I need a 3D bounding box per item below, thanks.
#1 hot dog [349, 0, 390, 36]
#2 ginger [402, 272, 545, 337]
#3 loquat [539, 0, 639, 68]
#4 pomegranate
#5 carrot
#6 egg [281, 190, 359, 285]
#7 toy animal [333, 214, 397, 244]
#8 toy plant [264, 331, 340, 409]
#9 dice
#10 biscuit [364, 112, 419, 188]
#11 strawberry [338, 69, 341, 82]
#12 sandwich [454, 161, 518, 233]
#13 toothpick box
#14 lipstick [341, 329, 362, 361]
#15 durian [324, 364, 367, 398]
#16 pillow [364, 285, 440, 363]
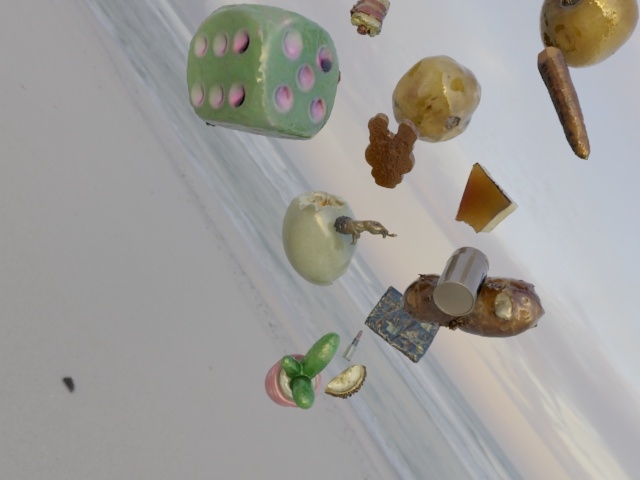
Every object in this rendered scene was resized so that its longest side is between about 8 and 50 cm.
[{"bbox_3d":[0.192,-0.893,2.100,0.146,0.213,0.103,30,-31,-7],"label":"hot dog"},{"bbox_3d":[0.411,0.182,1.514,0.254,0.176,0.418,1,3,-41],"label":"ginger"},{"bbox_3d":[0.797,-0.652,1.575,0.274,0.275,0.275,54,3,-4],"label":"loquat"},{"bbox_3d":[0.432,-0.534,1.994,0.332,0.333,0.332,54,3,-4],"label":"pomegranate"},{"bbox_3d":[0.597,-0.334,1.293,0.066,0.066,0.314,47,33,-68],"label":"carrot"},{"bbox_3d":[0.000,0.000,1.899,0.278,0.279,0.336,-120,-152,-64],"label":"egg"},{"bbox_3d":[0.134,-0.027,1.663,0.220,0.086,0.069,11,-15,21],"label":"toy animal"},{"bbox_3d":[-0.079,0.527,2.100,0.211,0.317,0.356,32,-32,-3],"label":"toy plant"},{"bbox_3d":[-0.162,-0.462,1.484,0.322,0.318,0.330,15,9,39],"label":"dice"},{"bbox_3d":[0.240,-0.303,1.827,0.186,0.044,0.295,20,-40,12],"label":"biscuit"},{"bbox_3d":[0.015,-0.521,1.677,0.106,0.106,0.106,54,3,-4],"label":"strawberry"},{"bbox_3d":[0.467,-0.115,1.574,0.058,0.162,0.193,21,34,-40],"label":"sandwich"},{"bbox_3d":[0.370,0.103,1.385,0.111,0.111,0.180,54,40,-8],"label":"toothpick box"},{"bbox_3d":[0.106,0.329,1.670,0.025,0.107,0.025,46,-28,-25],"label":"lipstick"},{"bbox_3d":[0.074,0.374,1.383,0.066,0.130,0.052,57,-14,6],"label":"durian"},{"bbox_3d":[0.307,0.310,1.950,0.256,0.189,0.034,38,-20,-2],"label":"pillow"}]
